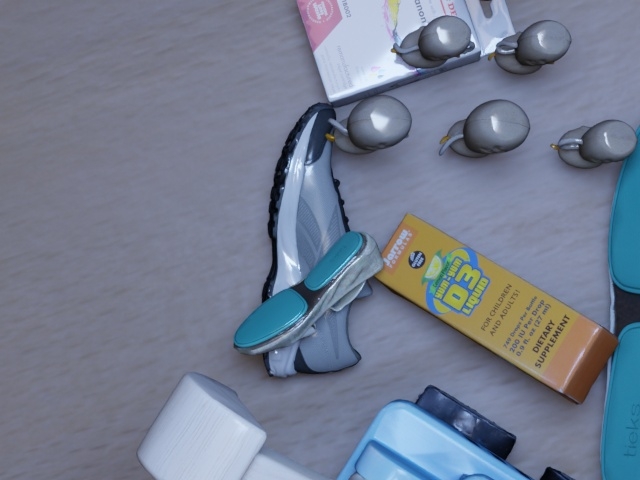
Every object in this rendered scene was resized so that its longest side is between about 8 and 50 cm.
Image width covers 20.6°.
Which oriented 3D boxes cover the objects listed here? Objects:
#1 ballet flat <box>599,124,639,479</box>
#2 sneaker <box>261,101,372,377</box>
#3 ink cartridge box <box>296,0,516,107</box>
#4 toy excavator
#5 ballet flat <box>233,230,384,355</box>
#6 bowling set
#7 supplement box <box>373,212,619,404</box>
[{"bbox_3d":[0.348,0.063,1.686,0.139,0.139,0.400,5,91,5],"label":"ballet flat"},{"bbox_3d":[0.000,0.000,1.732,0.108,0.100,0.272,3,94,-4],"label":"sneaker"},{"bbox_3d":[0.087,-0.218,1.739,0.198,0.067,0.115,-19,87,3],"label":"ink cartridge box"},{"bbox_3d":[0.073,0.247,1.532,0.433,0.445,0.222,32,90,5],"label":"toy excavator"},{"bbox_3d":[-0.006,0.061,1.662,0.168,0.057,0.052,-40,128,-2],"label":"ballet flat"},{"bbox_3d":[0.158,-0.167,1.650,0.287,0.154,0.200,7,86,-9],"label":"bowling set"},{"bbox_3d":[0.164,0.064,1.681,0.233,0.080,0.078,31,90,29],"label":"supplement box"}]
